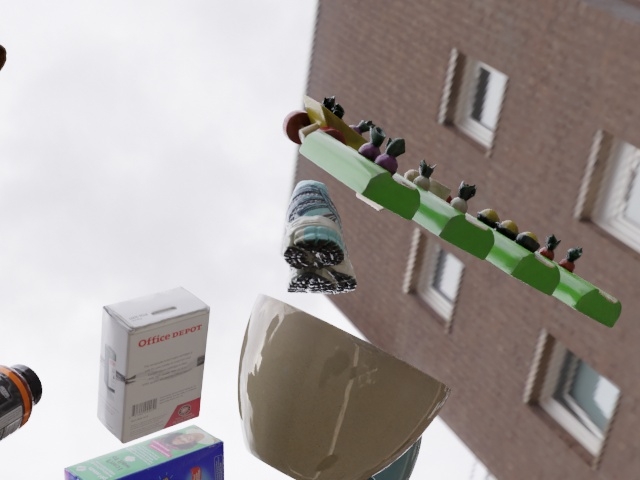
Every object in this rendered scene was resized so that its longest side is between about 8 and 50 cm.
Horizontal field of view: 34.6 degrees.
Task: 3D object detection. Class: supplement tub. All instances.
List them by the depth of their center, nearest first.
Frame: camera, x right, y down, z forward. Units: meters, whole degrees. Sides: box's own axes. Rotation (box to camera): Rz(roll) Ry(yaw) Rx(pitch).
[{"bbox_3d":[-0.471,0.236,1.416,0.198,0.106,0.106,-35,-34,-65],"label":"supplement tub"}]

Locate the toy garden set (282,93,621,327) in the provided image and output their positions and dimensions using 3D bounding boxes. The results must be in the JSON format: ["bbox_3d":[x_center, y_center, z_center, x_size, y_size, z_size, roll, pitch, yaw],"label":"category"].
[{"bbox_3d":[0.093,-0.035,0.782,0.244,0.204,0.049,26,-83,-30],"label":"toy garden set"}]

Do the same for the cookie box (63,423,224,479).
[{"bbox_3d":[-0.119,0.188,0.711,0.107,0.040,0.092,-12,-72,-42],"label":"cookie box"}]

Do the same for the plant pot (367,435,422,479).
[{"bbox_3d":[0.083,0.342,1.940,0.195,0.290,0.290,-43,-48,-21],"label":"plant pot"}]

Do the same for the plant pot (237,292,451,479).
[{"bbox_3d":[0.003,0.216,1.338,0.284,0.284,0.191,33,-100,-39],"label":"plant pot"}]

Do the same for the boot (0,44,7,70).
[{"bbox_3d":[-0.353,-0.155,0.776,0.197,0.152,0.073,-28,-44,-53],"label":"boot"}]

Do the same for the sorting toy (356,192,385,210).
[{"bbox_3d":[0.073,-0.051,1.178,0.062,0.083,0.012,1,-69,-32],"label":"sorting toy"}]

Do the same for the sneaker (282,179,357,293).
[{"bbox_3d":[0.000,0.000,1.542,0.110,0.122,0.283,-1,-21,-1],"label":"sneaker"}]

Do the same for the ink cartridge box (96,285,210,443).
[{"bbox_3d":[-0.275,0.200,1.679,0.158,0.092,0.218,-14,-56,-40],"label":"ink cartridge box"}]
